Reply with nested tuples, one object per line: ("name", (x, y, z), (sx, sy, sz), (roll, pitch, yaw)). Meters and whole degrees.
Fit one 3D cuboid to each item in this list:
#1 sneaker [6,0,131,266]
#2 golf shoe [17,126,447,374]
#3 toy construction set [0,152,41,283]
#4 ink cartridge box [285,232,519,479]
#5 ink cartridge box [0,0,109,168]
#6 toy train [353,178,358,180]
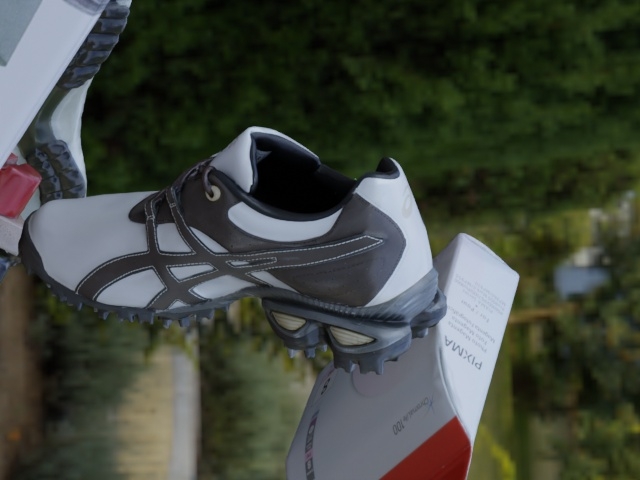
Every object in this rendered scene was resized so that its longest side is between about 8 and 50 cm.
("sneaker", (-0.224, -0.122, 1.103), (0.410, 0.158, 0.182), (-58, -139, 46))
("golf shoe", (-0.041, -0.011, 0.731), (0.077, 0.198, 0.093), (-48, 140, -52))
("toy construction set", (-0.270, -0.019, 0.936), (0.237, 0.258, 0.308), (-127, -137, -82))
("ink cartridge box", (0.034, 0.130, 1.090), (0.189, 0.066, 0.232), (-47, -169, 42))
("ink cartridge box", (-0.127, -0.161, 0.510), (0.273, 0.198, 0.114), (-51, -158, 34))
("toy train", (0.000, 0.000, 0.946), (0.083, 0.017, 0.023), (-50, -176, 9))
